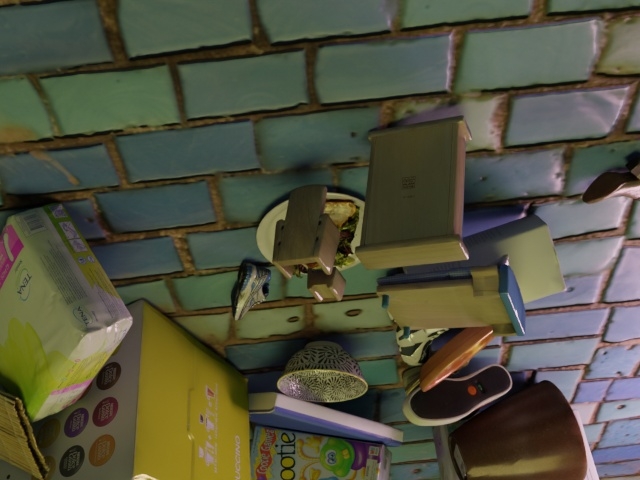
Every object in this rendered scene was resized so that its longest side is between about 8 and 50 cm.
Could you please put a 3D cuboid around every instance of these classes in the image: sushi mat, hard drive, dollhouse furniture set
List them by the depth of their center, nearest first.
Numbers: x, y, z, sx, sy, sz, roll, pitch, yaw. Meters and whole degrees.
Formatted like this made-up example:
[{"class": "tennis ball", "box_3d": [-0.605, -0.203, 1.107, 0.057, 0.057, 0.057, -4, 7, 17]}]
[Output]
[{"class": "dollhouse furniture set", "box_3d": [0.133, 0.008, 1.157, 0.286, 0.198, 0.303, -7, 146, 24]}, {"class": "sushi mat", "box_3d": [-0.558, 0.283, 1.291, 0.317, 0.019, 0.151, 8, 119, 37]}, {"class": "hard drive", "box_3d": [-0.017, 0.373, 1.634, 0.319, 0.040, 0.210, 23, 157, -30]}]

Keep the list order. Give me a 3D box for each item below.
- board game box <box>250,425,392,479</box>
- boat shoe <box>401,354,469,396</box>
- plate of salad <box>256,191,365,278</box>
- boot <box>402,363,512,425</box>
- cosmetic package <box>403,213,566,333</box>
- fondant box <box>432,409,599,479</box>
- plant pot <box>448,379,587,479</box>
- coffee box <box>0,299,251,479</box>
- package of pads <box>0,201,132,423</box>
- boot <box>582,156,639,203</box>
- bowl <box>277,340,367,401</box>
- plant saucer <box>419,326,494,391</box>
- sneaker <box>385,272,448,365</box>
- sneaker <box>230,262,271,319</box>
[{"class": "board game box", "box_3d": [-0.002, 0.490, 1.672, 0.275, 0.142, 0.144, 5, 159, 16]}, {"class": "boat shoe", "box_3d": [0.234, 0.267, 1.588, 0.153, 0.048, 0.056, -25, 137, 22]}, {"class": "plate of salad", "box_3d": [0.000, 0.000, 1.242, 0.200, 0.048, 0.199, -4, 140, -3]}, {"class": "boot", "box_3d": [0.250, 0.339, 1.604, 0.244, 0.088, 0.176, -11, 154, -28]}, {"class": "cosmetic package", "box_3d": [0.255, 0.052, 1.257, 0.231, 0.085, 0.117, -18, 103, 4]}, {"class": "fondant box", "box_3d": [0.432, 0.504, 1.749, 0.330, 0.238, 0.096, 2, 141, -9]}, {"class": "plant pot", "box_3d": [0.390, 0.421, 1.630, 0.231, 0.215, 0.215, -14, 141, -8]}, {"class": "coffee box", "box_3d": [-0.347, 0.369, 1.414, 0.334, 0.337, 0.338, -23, 137, 19]}, {"class": "package of pads", "box_3d": [-0.418, 0.122, 1.194, 0.101, 0.229, 0.296, -20, 158, -47]}, {"class": "boot", "box_3d": [0.472, -0.080, 1.209, 0.087, 0.042, 0.118, 25, 132, -34]}, {"class": "bowl", "box_3d": [0.005, 0.240, 1.495, 0.170, 0.080, 0.170, 2, 149, 1]}, {"class": "plant saucer", "box_3d": [0.255, 0.202, 1.457, 0.200, 0.037, 0.200, -36, 162, -13]}, {"class": "sneaker", "box_3d": [0.210, 0.139, 1.395, 0.153, 0.094, 0.235, -7, 131, 15]}, {"class": "sneaker", "box_3d": [-0.115, 0.092, 1.337, 0.058, 0.052, 0.135, 5, 140, -19]}]
